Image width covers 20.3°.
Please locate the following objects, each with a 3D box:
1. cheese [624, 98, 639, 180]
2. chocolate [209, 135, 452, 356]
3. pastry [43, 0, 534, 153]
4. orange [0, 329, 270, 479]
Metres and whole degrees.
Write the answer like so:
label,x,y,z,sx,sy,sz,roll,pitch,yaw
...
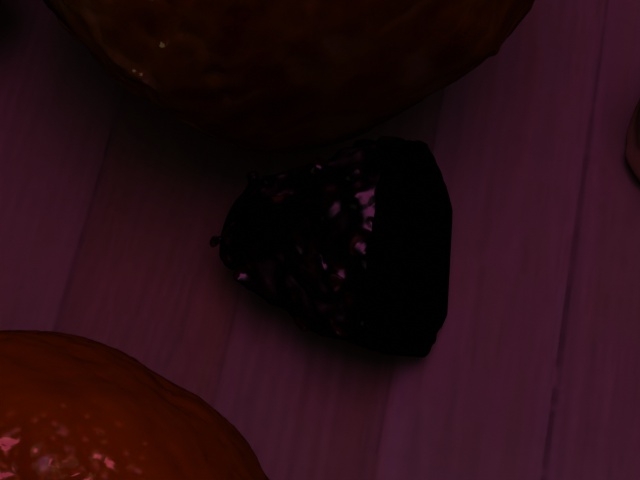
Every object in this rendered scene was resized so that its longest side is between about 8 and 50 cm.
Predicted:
label,x,y,z,sx,sy,sz,roll,pitch,yaw
cheese,0.394,-0.062,1.250,0.384,0.104,0.383,3,63,-7
chocolate,0.000,0.000,1.164,0.133,0.156,0.156,4,58,25
pastry,-0.016,-0.227,1.120,0.389,0.388,0.312,-7,69,-12
orange,-0.167,0.205,0.914,0.341,0.293,0.340,6,65,-13
